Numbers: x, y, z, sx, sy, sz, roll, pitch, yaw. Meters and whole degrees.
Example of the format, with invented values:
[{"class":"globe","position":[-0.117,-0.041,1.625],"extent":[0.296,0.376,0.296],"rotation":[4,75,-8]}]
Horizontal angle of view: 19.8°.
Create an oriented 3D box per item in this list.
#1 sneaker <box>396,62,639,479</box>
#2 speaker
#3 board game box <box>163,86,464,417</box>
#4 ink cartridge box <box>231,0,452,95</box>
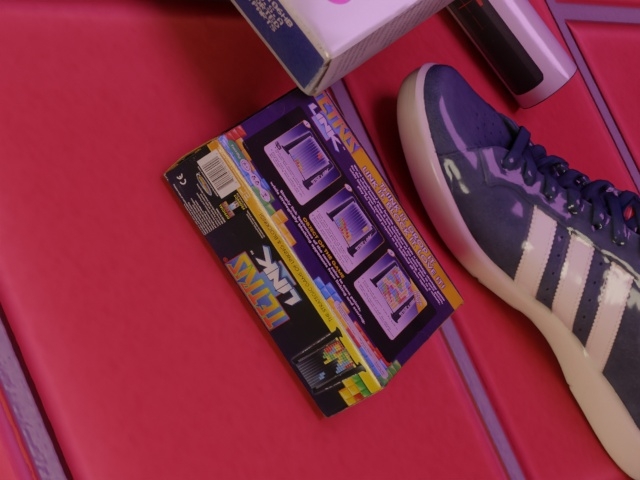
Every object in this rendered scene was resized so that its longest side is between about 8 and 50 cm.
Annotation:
[{"class":"sneaker","position":[0.198,0.001,1.263],"extent":[0.350,0.148,0.131],"rotation":[50,33,-13]},{"class":"speaker","position":[0.137,-0.170,1.410],"extent":[0.136,0.055,0.055],"rotation":[52,32,-12]},{"class":"board game box","position":[0.000,0.000,1.083],"extent":[0.170,0.048,0.141],"rotation":[57,30,-3]},{"class":"ink cartridge box","position":[0.021,-0.305,1.150],"extent":[0.330,0.071,0.324],"rotation":[-37,84,-23]}]
